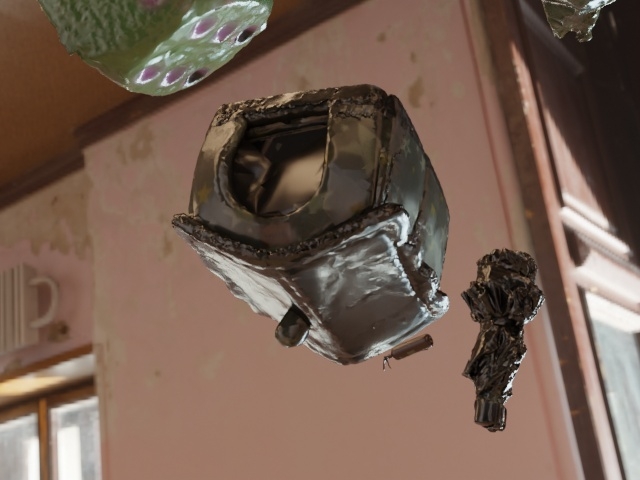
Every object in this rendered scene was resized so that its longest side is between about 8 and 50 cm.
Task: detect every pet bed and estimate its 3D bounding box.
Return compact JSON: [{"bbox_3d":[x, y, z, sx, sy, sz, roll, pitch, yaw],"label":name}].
[{"bbox_3d":[0.000,0.000,0.704,0.183,0.159,0.211,-3,153,20],"label":"pet bed"}]

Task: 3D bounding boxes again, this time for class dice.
[{"bbox_3d":[-0.294,-0.471,1.577,0.318,0.330,0.322,-39,172,20],"label":"dice"}]

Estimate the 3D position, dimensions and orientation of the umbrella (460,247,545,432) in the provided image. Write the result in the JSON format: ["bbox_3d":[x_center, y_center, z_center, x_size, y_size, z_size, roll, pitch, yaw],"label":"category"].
[{"bbox_3d":[0.317,0.177,1.635,0.154,0.337,0.128,13,169,37],"label":"umbrella"}]

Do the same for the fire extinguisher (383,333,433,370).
[{"bbox_3d":[0.149,0.185,1.478,0.100,0.032,0.046,-27,180,29],"label":"fire extinguisher"}]

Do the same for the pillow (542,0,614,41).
[{"bbox_3d":[0.196,-0.327,0.577,0.138,0.283,0.310,-2,149,-24],"label":"pillow"}]
